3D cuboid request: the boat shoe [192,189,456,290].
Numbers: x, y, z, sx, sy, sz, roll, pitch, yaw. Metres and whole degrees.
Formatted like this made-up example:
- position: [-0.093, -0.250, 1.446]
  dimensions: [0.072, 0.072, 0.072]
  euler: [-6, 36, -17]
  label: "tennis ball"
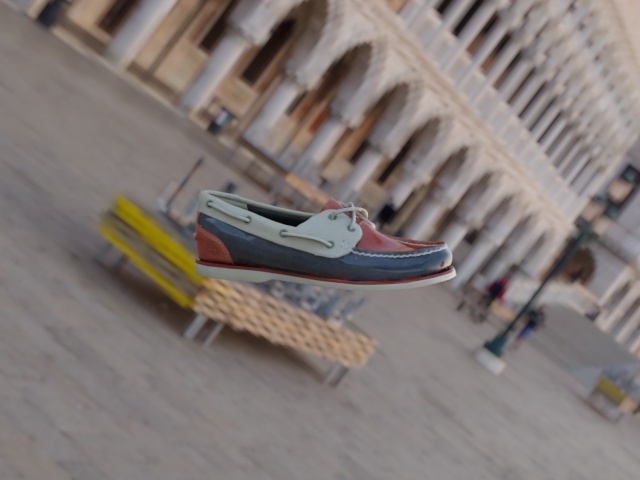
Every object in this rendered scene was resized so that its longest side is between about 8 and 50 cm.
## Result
- position: [0.000, 0.000, 0.685]
  dimensions: [0.137, 0.043, 0.049]
  euler: [4, 6, 21]
  label: "boat shoe"
